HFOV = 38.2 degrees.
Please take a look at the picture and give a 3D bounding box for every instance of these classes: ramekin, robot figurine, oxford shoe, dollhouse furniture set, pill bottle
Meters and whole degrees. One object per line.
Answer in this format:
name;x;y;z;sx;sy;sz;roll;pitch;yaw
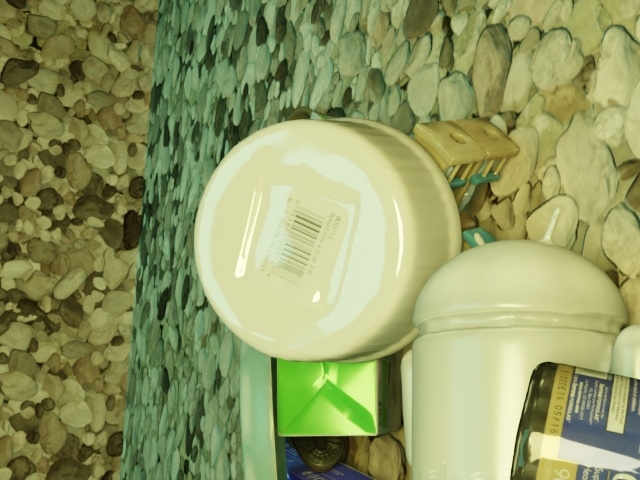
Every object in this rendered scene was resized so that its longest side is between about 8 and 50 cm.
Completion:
ramekin;0.000;0.000;0.984;0.277;0.135;0.277;0;90;23
robot figurine;0.185;0.152;0.853;0.300;0.199;0.354;-14;69;47
oxford shoe;-0.012;0.276;1.351;0.227;0.082;0.096;-114;24;-66
dollhouse furniture set;0.182;-0.032;1.055;0.184;0.129;0.129;49;131;29
pill bottle;0.253;0.165;0.659;0.123;0.219;0.123;10;-90;-72

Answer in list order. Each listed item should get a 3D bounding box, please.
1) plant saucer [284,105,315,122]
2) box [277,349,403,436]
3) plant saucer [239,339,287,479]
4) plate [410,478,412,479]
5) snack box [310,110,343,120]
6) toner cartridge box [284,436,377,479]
plant saucer;-0.039;-0.100;1.656;0.278;0.041;0.278;-173;90;-67
box;0.032;0.114;1.178;0.231;0.126;0.262;39;-131;-75
plant saucer;-0.071;0.235;1.176;0.317;0.043;0.318;177;90;-89
plate;0.127;0.306;1.064;0.188;0.024;0.188;-55;11;15
snack box;0.049;-0.152;1.390;0.141;0.100;0.037;-132;54;-61
toner cartridge box;-0.005;0.399;1.328;0.348;0.075;0.165;179;81;-67
